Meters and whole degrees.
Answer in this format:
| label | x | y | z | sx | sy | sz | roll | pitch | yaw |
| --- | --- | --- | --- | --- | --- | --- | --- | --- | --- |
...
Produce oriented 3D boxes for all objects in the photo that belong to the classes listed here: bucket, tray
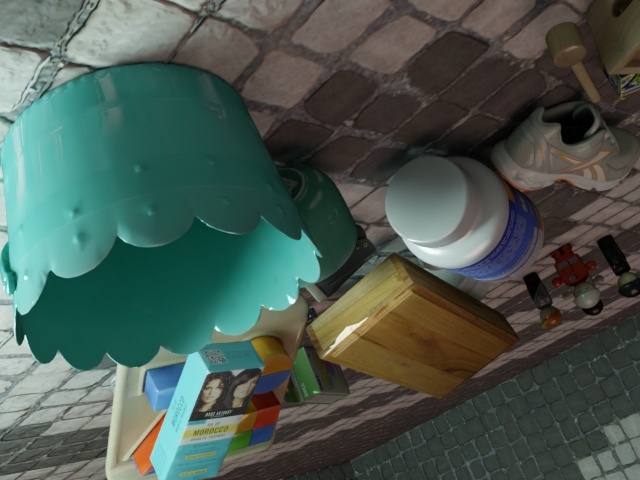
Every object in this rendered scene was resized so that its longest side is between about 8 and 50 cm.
| label | x | y | z | sx | sy | sz | roll | pitch | yaw |
| --- | --- | --- | --- | --- | --- | --- | --- | --- | --- |
| bucket | -0.155 | -0.015 | 0.664 | 0.281 | 0.183 | 0.281 | -18 | 156 | -8 |
| tray | 0.182 | 0.171 | 1.286 | 0.203 | 0.076 | 0.411 | -42 | 141 | 18 |

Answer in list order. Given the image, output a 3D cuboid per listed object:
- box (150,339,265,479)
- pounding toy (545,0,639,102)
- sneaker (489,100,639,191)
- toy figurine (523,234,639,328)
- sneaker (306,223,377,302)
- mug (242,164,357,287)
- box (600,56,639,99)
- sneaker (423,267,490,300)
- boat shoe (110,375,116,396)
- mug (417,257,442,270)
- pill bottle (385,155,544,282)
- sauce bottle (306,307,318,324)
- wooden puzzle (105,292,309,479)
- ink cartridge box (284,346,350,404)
| label | x | y | z | sx | sy | sz | roll | pitch | yaw |
| --- | --- | --- | --- | --- | --- | --- | --- | --- | --- |
| box | -0.176 | 0.266 | 1.096 | 0.101 | 0.060 | 0.244 | 2 | 124 | -37 |
| pounding toy | 0.323 | -0.231 | 0.742 | 0.206 | 0.094 | 0.181 | -5 | 158 | -15 |
| sneaker | 0.366 | -0.135 | 0.981 | 0.263 | 0.099 | 0.121 | -9 | 150 | -30 |
| toy figurine | 0.600 | 0.104 | 1.643 | 0.213 | 0.148 | 0.209 | -10 | 154 | -27 |
| sneaker | 0.000 | 0.000 | 0.994 | 0.118 | 0.083 | 0.222 | -39 | 153 | 0 |
| mug | -0.047 | -0.020 | 0.818 | 0.158 | 0.129 | 0.097 | -18 | 133 | 11 |
| box | 0.424 | -0.240 | 0.849 | 0.169 | 0.054 | 0.059 | -27 | 156 | 14 |
| sneaker | 0.200 | 0.136 | 1.411 | 0.293 | 0.108 | 0.169 | -34 | 151 | 23 |
| boat shoe | -0.222 | 0.318 | 1.365 | 0.136 | 0.156 | 0.367 | -31 | 157 | 26 |
| mug | 0.188 | 0.002 | 1.187 | 0.062 | 0.078 | 0.064 | 6 | 156 | 22 |
| pill bottle | 0.200 | -0.030 | 0.987 | 0.152 | 0.152 | 0.272 | -32 | 155 | 23 |
| sauce bottle | -0.066 | 0.159 | 1.310 | 0.128 | 0.042 | 0.042 | -27 | 157 | 5 |
| wooden puzzle | -0.180 | 0.262 | 1.188 | 0.322 | 0.080 | 0.347 | -7 | 124 | -31 |
| ink cartridge box | -0.020 | 0.296 | 1.563 | 0.062 | 0.108 | 0.209 | -31 | 155 | 19 |
